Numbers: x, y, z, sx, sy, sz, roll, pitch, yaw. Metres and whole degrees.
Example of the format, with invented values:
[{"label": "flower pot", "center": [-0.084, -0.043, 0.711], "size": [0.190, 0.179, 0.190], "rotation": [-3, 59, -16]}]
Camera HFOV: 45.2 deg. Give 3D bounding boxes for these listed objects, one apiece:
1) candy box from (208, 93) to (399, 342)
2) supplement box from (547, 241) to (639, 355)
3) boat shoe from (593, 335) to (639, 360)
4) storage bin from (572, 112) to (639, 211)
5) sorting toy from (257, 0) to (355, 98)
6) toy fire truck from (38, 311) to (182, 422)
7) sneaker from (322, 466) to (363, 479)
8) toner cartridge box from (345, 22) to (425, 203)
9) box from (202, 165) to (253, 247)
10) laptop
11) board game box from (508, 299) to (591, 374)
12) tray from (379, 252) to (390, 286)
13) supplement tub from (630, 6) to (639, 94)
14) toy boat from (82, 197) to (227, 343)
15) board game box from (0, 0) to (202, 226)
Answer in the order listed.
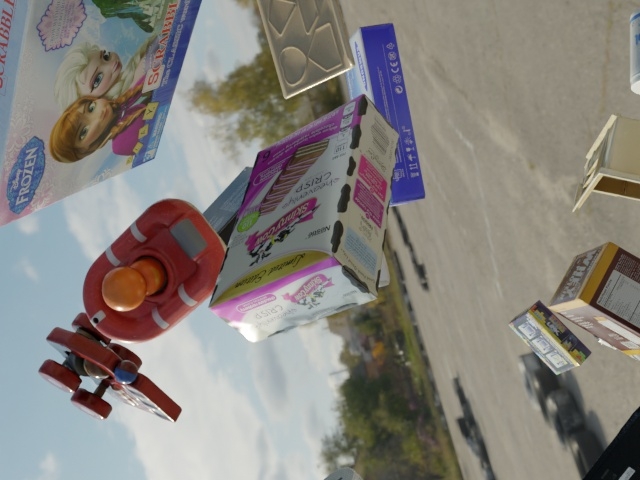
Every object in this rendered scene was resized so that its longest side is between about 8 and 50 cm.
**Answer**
[{"label": "candy box", "center": [-0.012, -0.026, 0.783], "size": [0.071, 0.159, 0.233], "rotation": [43, -141, -31]}, {"label": "supplement box", "center": [0.585, 0.118, 1.506], "size": [0.194, 0.129, 0.191], "rotation": [31, 171, 4]}, {"label": "boat shoe", "center": [0.653, 0.199, 1.742], "size": [0.226, 0.076, 0.083], "rotation": [45, -145, -15]}, {"label": "storage bin", "center": [0.629, -0.108, 1.422], "size": [0.260, 0.262, 0.123], "rotation": [66, -141, -74]}, {"label": "sorting toy", "center": [-0.010, -0.120, 0.391], "size": [0.062, 0.012, 0.083], "rotation": [-12, 94, 52]}, {"label": "toy fire truck", "center": [-0.477, 0.305, 1.767], "size": [0.169, 0.254, 0.302], "rotation": [-60, -40, -29]}, {"label": "sneaker", "center": [-0.027, 0.438, 1.091], "size": [0.091, 0.258, 0.094], "rotation": [61, 161, -13]}, {"label": "toner cartridge box", "center": [0.124, -0.243, 1.558], "size": [0.165, 0.075, 0.348], "rotation": [168, 92, -78]}, {"label": "box", "center": [-0.180, -0.031, 1.633], "size": [0.103, 0.261, 0.184], "rotation": [47, 166, -26]}, {"label": "laptop", "center": [0.630, 0.451, 1.421], "size": [0.264, 0.234, 0.136], "rotation": [33, -167, 10]}, {"label": "board game box", "center": [0.544, 0.233, 1.837], "size": [0.170, 0.048, 0.141], "rotation": [47, 162, 9]}, {"label": "tray", "center": [0.000, 0.000, 0.971], "size": [0.270, 0.145, 0.030], "rotation": [-97, 11, -65]}, {"label": "supplement tub", "center": [0.448, -0.254, 1.020], "size": [0.071, 0.071, 0.107], "rotation": [59, -146, -77]}, {"label": "toy boat", "center": [-0.246, 0.054, 1.062], "size": [0.151, 0.231, 0.151], "rotation": [51, -155, 3]}, {"label": "board game box", "center": [-0.291, -0.201, 0.968], "size": [0.318, 0.066, 0.318], "rotation": [-39, -21, -54]}]
